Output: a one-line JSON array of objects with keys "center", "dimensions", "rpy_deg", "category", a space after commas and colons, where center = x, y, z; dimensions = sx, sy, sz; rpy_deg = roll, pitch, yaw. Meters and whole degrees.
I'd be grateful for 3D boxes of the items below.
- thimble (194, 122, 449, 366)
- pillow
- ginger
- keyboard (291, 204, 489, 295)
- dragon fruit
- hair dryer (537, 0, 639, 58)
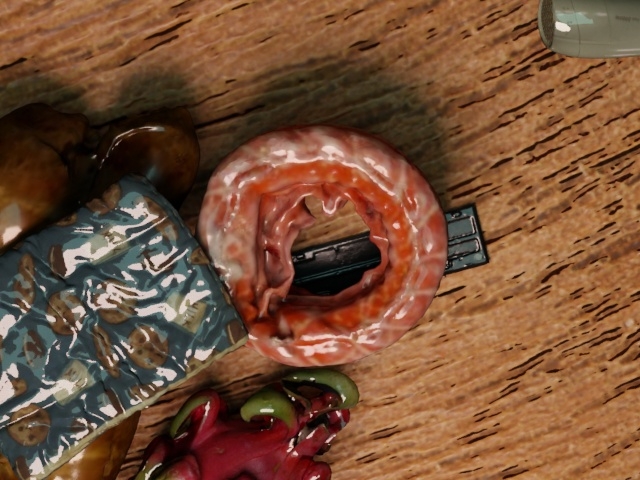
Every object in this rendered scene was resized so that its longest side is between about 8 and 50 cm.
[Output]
[{"center": [0.000, 0.000, 1.610], "dimensions": [0.239, 0.162, 0.239], "rpy_deg": [0, 96, 0], "category": "thimble"}, {"center": [-0.210, 0.077, 1.529], "dimensions": [0.255, 0.034, 0.189], "rpy_deg": [-34, 91, 2], "category": "pillow"}, {"center": [-0.261, 0.065, 1.627], "dimensions": [0.254, 0.176, 0.418], "rpy_deg": [9, 98, 4], "category": "ginger"}, {"center": [0.064, 0.020, 1.699], "dimensions": [0.198, 0.010, 0.063], "rpy_deg": [-15, 99, 3], "category": "keyboard"}, {"center": [-0.086, 0.232, 1.653], "dimensions": [0.273, 0.198, 0.218], "rpy_deg": [-60, 141, -11], "category": "dragon fruit"}, {"center": [0.314, -0.286, 1.623], "dimensions": [0.206, 0.075, 0.237], "rpy_deg": [2, 94, -8], "category": "hair dryer"}]
